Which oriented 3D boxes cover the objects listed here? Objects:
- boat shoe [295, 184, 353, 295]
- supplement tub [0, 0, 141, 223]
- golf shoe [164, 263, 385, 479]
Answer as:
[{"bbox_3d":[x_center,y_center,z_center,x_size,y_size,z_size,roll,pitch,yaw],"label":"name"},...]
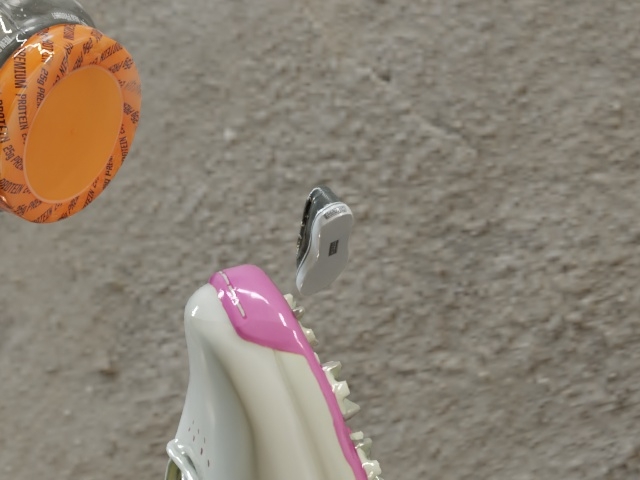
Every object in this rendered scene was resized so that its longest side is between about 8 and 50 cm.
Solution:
[{"bbox_3d":[0.000,0.000,1.509,0.040,0.049,0.142,58,154,25],"label":"boat shoe"},{"bbox_3d":[-0.329,-0.152,1.376,0.338,0.207,0.207,27,110,29],"label":"supplement tub"},{"bbox_3d":[-0.038,0.156,0.706,0.115,0.140,0.306,-126,24,-58],"label":"golf shoe"}]
